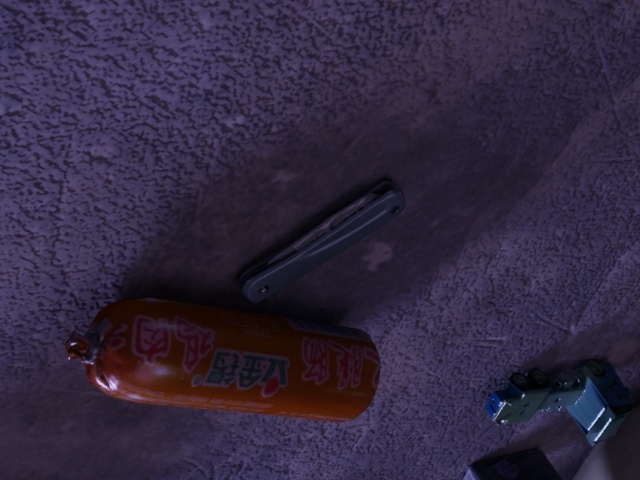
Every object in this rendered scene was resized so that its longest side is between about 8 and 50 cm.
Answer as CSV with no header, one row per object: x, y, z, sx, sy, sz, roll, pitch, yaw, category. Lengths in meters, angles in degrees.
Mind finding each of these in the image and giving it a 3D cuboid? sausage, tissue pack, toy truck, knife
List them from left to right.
-0.084,0.102,1.168,0.312,0.093,0.093,13,128,-44,sausage
0.000,0.000,1.157,0.162,0.023,0.044,-32,147,4,knife
0.255,0.329,1.636,0.112,0.156,0.051,-7,135,-28,tissue pack
0.271,0.188,1.537,0.175,0.081,0.067,-3,136,-33,toy truck

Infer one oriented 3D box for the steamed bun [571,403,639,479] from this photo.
0.569,0.313,1.721,0.371,0.290,0.456,16,125,-45,steamed bun
